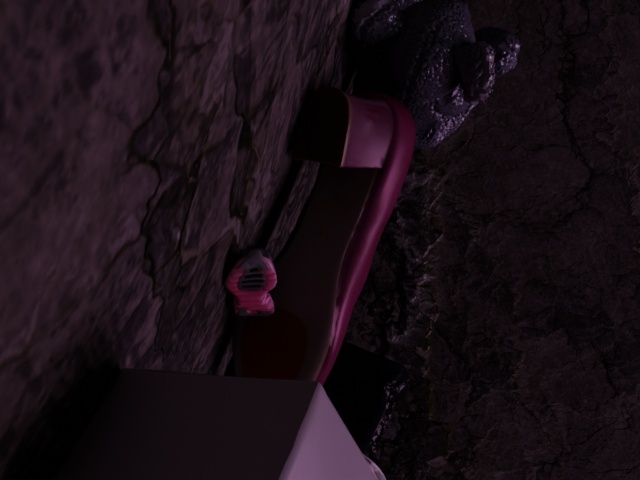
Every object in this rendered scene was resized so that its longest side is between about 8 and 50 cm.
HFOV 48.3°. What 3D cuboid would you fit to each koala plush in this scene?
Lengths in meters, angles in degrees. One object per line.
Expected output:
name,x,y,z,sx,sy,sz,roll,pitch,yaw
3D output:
koala plush,0.124,-0.209,0.832,0.203,0.196,0.221,-59,179,4

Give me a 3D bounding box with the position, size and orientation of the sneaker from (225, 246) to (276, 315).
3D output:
sneaker,-0.063,0.028,0.666,0.119,0.047,0.057,104,-11,-63

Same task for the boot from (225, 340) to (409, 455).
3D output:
boot,0.013,0.141,0.918,0.246,0.207,0.094,-64,172,-47

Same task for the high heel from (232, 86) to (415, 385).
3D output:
high heel,0.022,0.027,0.777,0.181,0.127,0.377,-1,112,-57

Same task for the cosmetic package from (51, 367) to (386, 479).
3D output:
cosmetic package,-0.086,0.265,0.344,0.197,0.155,0.366,65,35,-35
